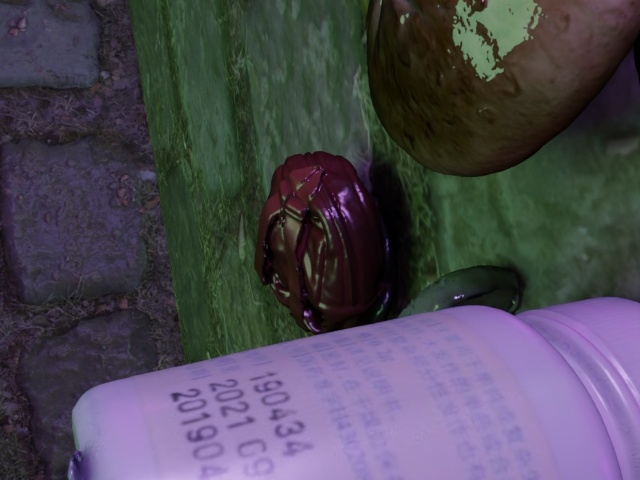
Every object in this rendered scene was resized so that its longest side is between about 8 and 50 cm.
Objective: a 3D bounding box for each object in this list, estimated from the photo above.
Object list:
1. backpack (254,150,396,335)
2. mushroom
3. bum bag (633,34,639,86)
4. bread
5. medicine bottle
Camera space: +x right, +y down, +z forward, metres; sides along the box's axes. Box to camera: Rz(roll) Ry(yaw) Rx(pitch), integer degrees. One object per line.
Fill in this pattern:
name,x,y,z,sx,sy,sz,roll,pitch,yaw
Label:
backpack,0.002,-0.001,0.843,0.229,0.138,0.229,168,90,-73
mushroom,0.112,-0.176,0.473,0.278,0.146,0.278,-175,90,-72
bum bag,0.234,-0.084,0.313,0.232,0.060,0.107,170,82,-71
bread,0.095,0.107,0.668,0.232,0.172,0.064,-40,48,14
medicine bottle,0.050,0.157,0.441,0.213,0.378,0.214,171,90,-70
